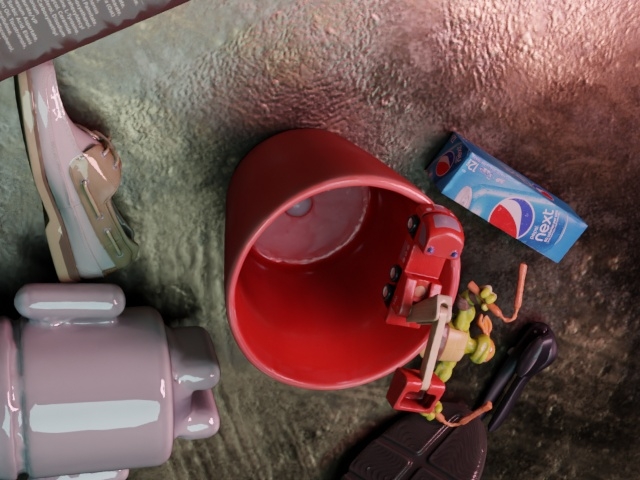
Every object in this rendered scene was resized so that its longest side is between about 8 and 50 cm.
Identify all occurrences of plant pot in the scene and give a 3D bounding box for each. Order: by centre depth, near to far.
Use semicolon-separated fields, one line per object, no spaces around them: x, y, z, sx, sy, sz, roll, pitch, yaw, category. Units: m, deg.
0.000;0.000;1.473;0.274;0.243;0.275;-7;119;-12;plant pot

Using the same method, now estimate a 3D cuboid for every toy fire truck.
0.111;0.071;1.319;0.047;0.135;0.192;11;114;-19;toy fire truck

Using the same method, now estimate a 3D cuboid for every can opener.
0.274;0.193;1.758;0.073;0.059;0.186;0;131;-44;can opener

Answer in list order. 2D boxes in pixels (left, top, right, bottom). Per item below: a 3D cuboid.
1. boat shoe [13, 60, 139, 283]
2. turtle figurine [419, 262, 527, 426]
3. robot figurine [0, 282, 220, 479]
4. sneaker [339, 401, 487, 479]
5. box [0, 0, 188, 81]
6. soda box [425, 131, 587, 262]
-0.283;-0.087;1.437;0.103;0.113;0.302;-13;130;-9;boat shoe
0.153;0.119;1.667;0.217;0.087;0.270;14;118;-13;turtle figurine
-0.303;0.187;1.517;0.353;0.200;0.300;-3;112;-14;robot figurine
0.105;0.446;1.814;0.448;0.169;0.257;-56;157;-6;sneaker
-0.306;-0.274;1.281;0.381;0.191;0.143;-24;121;0;box
0.241;-0.054;1.606;0.210;0.071;0.067;28;107;-26;soda box
